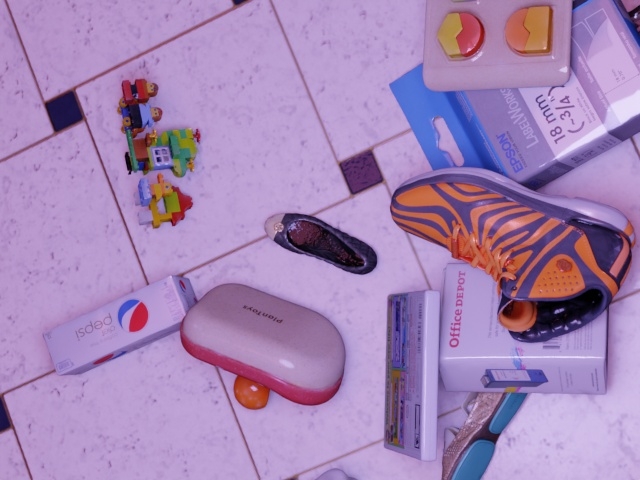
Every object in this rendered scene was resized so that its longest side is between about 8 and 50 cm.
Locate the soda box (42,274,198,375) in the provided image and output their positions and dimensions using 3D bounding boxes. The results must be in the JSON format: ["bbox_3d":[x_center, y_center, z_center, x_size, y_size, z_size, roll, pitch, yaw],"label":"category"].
[{"bbox_3d":[-0.282,0.123,1.885,0.216,0.074,0.069,-24,80,12],"label":"soda box"}]

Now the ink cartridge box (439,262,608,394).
[{"bbox_3d":[0.263,0.111,1.699,0.213,0.093,0.154,-1,53,14],"label":"ink cartridge box"}]

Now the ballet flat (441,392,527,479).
[{"bbox_3d":[0.207,0.251,1.755,0.067,0.073,0.206,33,92,42],"label":"ballet flat"}]

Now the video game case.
[{"bbox_3d":[0.118,0.173,1.718,0.023,0.193,0.212,2,85,-12],"label":"video game case"}]

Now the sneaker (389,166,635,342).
[{"bbox_3d":[0.218,0.018,1.644,0.321,0.124,0.180,10,53,24],"label":"sneaker"}]

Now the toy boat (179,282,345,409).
[{"bbox_3d":[-0.081,0.168,1.811,0.231,0.151,0.151,20,121,17],"label":"toy boat"}]

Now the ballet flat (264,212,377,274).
[{"bbox_3d":[0.000,0.000,1.832,0.173,0.049,0.057,20,90,16],"label":"ballet flat"}]

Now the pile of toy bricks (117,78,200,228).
[{"bbox_3d":[-0.221,-0.134,1.887,0.105,0.118,0.212,-8,72,-18],"label":"pile of toy bricks"}]

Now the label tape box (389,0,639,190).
[{"bbox_3d":[0.259,-0.196,1.720,0.334,0.106,0.240,-31,77,21],"label":"label tape box"}]

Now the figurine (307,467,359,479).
[{"bbox_3d":[-0.024,0.436,1.787,0.210,0.092,0.214,-20,79,17],"label":"figurine"}]

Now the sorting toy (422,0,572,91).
[{"bbox_3d":[0.221,-0.296,1.661,0.193,0.038,0.208,0,88,25],"label":"sorting toy"}]

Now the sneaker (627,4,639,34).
[{"bbox_3d":[0.445,-0.282,1.727,0.170,0.063,0.074,7,93,20],"label":"sneaker"}]
